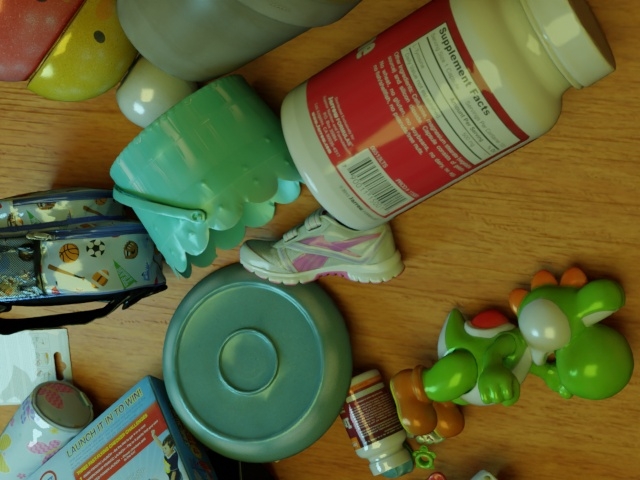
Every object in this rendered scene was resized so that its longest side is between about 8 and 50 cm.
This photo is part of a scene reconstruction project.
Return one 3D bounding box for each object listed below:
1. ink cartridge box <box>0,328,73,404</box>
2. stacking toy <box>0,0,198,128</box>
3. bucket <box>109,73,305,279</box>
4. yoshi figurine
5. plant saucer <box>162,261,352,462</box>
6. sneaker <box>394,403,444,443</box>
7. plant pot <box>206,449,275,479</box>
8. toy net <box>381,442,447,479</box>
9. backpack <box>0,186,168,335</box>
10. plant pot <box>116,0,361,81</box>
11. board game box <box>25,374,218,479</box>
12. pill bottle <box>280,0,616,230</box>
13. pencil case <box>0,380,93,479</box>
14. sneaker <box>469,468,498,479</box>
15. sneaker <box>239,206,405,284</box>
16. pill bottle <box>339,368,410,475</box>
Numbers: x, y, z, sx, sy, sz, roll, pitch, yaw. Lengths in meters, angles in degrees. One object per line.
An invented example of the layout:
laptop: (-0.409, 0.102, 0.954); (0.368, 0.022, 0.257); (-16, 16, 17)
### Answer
ink cartridge box: (-0.520, 0.212, 1.973); (0.179, 0.045, 0.145); (-3, 110, -3)
stacking toy: (-0.374, -0.322, 1.626); (0.480, 0.350, 0.350); (32, 117, -18)
bucket: (-0.153, -0.092, 1.622); (0.281, 0.281, 0.183); (-39, 86, 24)
yoshi figurine: (0.300, 0.196, 1.655); (0.362, 0.203, 0.203); (-33, 114, 21)
plant saucer: (-0.108, 0.187, 1.767); (0.318, 0.044, 0.317); (-2, 85, 17)
sneaker: (0.153, 0.281, 1.799); (0.098, 0.038, 0.069); (8, 112, 12)
plant pot: (-0.152, 0.467, 1.866); (0.188, 0.187, 0.167); (-27, 138, 22)
toy net: (0.163, 0.426, 1.847); (0.122, 0.045, 0.232); (-11, 110, 23)
backpack: (-0.372, 0.021, 1.746); (0.263, 0.276, 0.213); (3, 97, 11)
plant pot: (-0.123, -0.364, 1.513); (0.323, 0.323, 0.280); (46, 131, -4)
board game box: (-0.309, 0.429, 1.817); (0.308, 0.086, 0.302); (-40, 51, 13)
pill bottle: (0.169, -0.198, 1.511); (0.408, 0.229, 0.229); (-29, 100, 23)
pencil case: (-0.497, 0.365, 1.963); (0.273, 0.124, 0.113); (-53, 47, 28)
sneaker: (0.258, 0.480, 1.805); (0.108, 0.169, 0.292); (42, 160, 39)
sneaker: (0.000, 0.000, 1.711); (0.252, 0.103, 0.111); (-2, 106, 9)
pill bottle: (0.081, 0.284, 1.772); (0.086, 0.086, 0.152); (-28, 81, 23)
